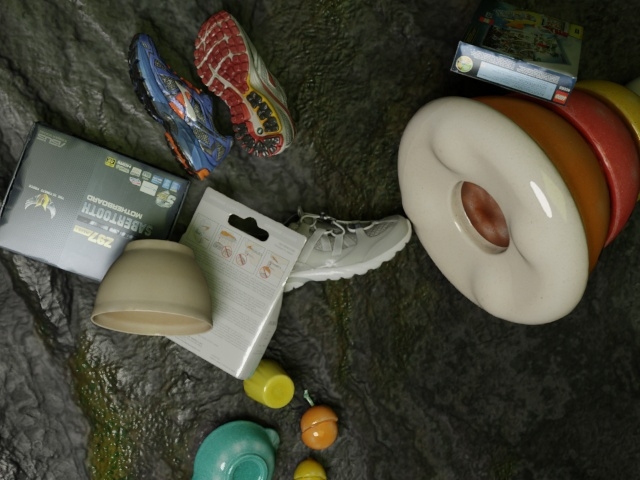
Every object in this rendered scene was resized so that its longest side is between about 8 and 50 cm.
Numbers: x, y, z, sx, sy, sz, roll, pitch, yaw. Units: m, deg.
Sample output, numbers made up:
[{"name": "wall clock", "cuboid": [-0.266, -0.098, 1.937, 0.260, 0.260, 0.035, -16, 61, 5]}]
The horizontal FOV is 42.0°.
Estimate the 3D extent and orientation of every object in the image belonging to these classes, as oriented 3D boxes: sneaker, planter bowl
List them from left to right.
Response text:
[{"name": "planter bowl", "cuboid": [-0.224, 0.062, 1.136, 0.162, 0.162, 0.109, 7, 71, -12]}, {"name": "sneaker", "cuboid": [-0.202, -0.198, 1.196, 0.087, 0.083, 0.221, -35, 109, -19]}, {"name": "sneaker", "cuboid": [-0.107, -0.224, 1.208, 0.088, 0.093, 0.225, -24, 88, 26]}, {"name": "sneaker", "cuboid": [0.000, 0.000, 1.243, 0.281, 0.105, 0.115, -16, 101, -8]}]

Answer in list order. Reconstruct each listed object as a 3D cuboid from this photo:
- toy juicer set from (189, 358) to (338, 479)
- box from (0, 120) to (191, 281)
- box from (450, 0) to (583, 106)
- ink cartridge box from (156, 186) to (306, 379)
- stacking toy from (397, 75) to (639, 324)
[{"name": "toy juicer set", "cuboid": [-0.101, 0.364, 1.291, 0.209, 0.089, 0.329, 37, 81, -27]}, {"name": "box", "cuboid": [-0.326, -0.044, 1.194, 0.233, 0.059, 0.183, 22, 94, -14]}, {"name": "box", "cuboid": [0.284, -0.274, 1.182, 0.159, 0.233, 0.044, 19, 125, 8]}, {"name": "ink cartridge box", "cuboid": [-0.134, 0.061, 1.210, 0.181, 0.056, 0.224, 27, 91, 18]}, {"name": "stacking toy", "cuboid": [0.387, -0.129, 1.236, 0.480, 0.351, 0.350, -31, 103, -22]}]
